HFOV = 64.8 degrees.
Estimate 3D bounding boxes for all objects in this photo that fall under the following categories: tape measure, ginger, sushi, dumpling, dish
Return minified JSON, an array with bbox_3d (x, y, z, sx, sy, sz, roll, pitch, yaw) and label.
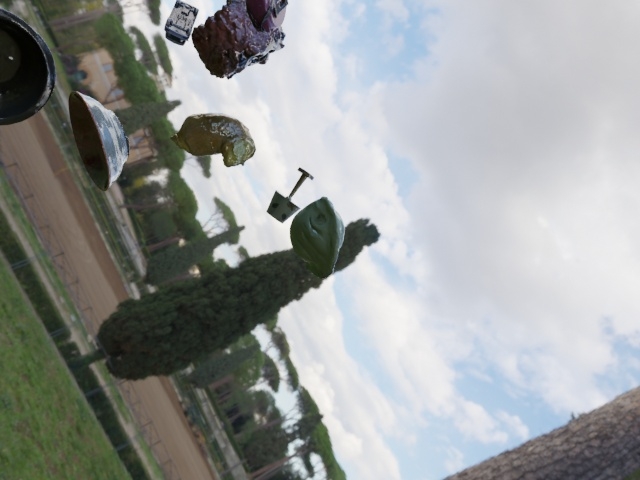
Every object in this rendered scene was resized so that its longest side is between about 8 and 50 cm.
[{"bbox_3d":[-0.124,-0.545,1.159,0.074,0.125,0.118,13,-29,16],"label":"tape measure"},{"bbox_3d":[-0.333,-0.326,1.589,0.138,0.267,0.152,97,6,-64],"label":"ginger"},{"bbox_3d":[-0.234,-0.588,1.486,0.236,0.270,0.171,-25,-76,47],"label":"sushi"},{"bbox_3d":[0.005,-0.011,1.157,0.152,0.108,0.219,42,-35,9],"label":"dumpling"},{"bbox_3d":[-0.572,-0.266,1.329,0.260,0.085,0.260,32,-47,42],"label":"dish"}]

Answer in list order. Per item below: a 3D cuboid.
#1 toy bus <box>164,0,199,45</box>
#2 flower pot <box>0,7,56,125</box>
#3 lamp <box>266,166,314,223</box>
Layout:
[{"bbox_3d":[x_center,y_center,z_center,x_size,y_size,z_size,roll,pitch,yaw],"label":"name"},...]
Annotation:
[{"bbox_3d":[-0.399,-0.617,1.444,0.076,0.073,0.167,-49,-152,44],"label":"toy bus"},{"bbox_3d":[-0.784,-0.427,1.200,0.166,0.269,0.269,45,-27,48],"label":"flower pot"},{"bbox_3d":[-0.112,-0.171,1.917,0.121,0.215,0.121,35,2,-1],"label":"lamp"}]
